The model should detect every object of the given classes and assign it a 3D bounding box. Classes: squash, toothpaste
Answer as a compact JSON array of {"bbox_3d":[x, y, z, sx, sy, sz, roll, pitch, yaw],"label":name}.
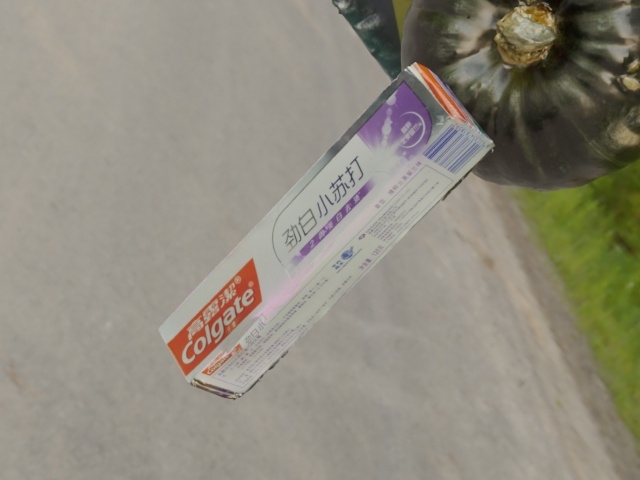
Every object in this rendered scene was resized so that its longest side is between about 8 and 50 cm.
[{"bbox_3d":[0.140,-0.125,0.795,0.156,0.193,0.193,-8,54,-39],"label":"squash"},{"bbox_3d":[0.000,0.000,0.646,0.040,0.196,0.047,18,32,-53],"label":"toothpaste"}]

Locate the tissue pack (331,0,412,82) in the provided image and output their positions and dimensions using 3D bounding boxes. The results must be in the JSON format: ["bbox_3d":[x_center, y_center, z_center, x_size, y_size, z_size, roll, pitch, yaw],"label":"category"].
[{"bbox_3d":[0.226,-0.294,1.074,0.253,0.417,0.264,50,35,-16],"label":"tissue pack"}]
